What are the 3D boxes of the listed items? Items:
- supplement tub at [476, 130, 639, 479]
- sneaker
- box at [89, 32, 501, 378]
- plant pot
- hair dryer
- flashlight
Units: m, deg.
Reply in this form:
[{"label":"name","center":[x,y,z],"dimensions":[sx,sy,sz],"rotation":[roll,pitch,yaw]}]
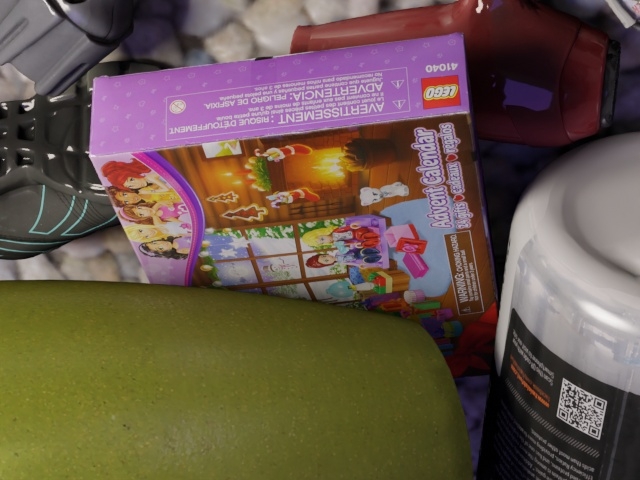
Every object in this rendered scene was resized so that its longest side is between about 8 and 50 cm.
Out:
[{"label":"supplement tub","center":[0.202,0.121,1.036],"dimensions":[0.207,0.207,0.338],"rotation":[8,127,6]},{"label":"sneaker","center":[-0.168,-0.045,1.077],"dimensions":[0.267,0.101,0.106],"rotation":[-4,154,7]},{"label":"box","center":[0.000,0.000,1.000],"dimensions":[0.201,0.057,0.293],"rotation":[-6,148,7]},{"label":"plant pot","center":[-0.075,0.135,0.951],"dimensions":[0.293,0.275,0.275],"rotation":[-10,129,-18]},{"label":"hair dryer","center":[0.105,-0.158,0.951],"dimensions":[0.293,0.080,0.223],"rotation":[-33,98,24]},{"label":"flashlight","center":[-0.070,-0.190,0.927],"dimensions":[0.103,0.103,0.304],"rotation":[43,121,-15]}]
